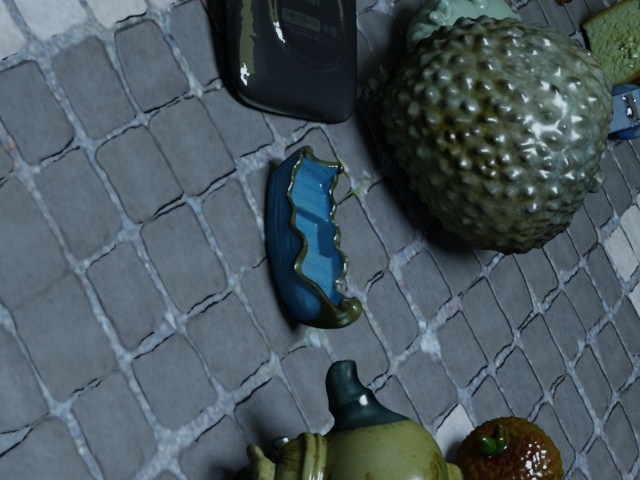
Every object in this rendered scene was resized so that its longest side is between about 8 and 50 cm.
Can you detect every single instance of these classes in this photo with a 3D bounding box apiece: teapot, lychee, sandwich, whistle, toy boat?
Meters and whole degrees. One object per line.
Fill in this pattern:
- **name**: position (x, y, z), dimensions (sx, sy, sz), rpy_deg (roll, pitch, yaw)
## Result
- **teapot**: position (0.010, 0.233, 1.090), dimensions (0.182, 0.173, 0.269), rpy_deg (16, 81, -8)
- **lychee**: position (0.189, 0.236, 1.342), dimensions (0.114, 0.114, 0.146), rpy_deg (-71, 147, -44)
- **sandwich**: position (0.511, -0.301, 2.054), dimensions (0.235, 0.128, 0.122), rpy_deg (-6, 73, -55)
- **lychee**: position (0.194, -0.117, 1.449), dimensions (0.274, 0.255, 0.255), rpy_deg (17, 53, -13)
- **whistle**: position (0.428, -0.183, 1.930), dimensions (0.158, 0.090, 0.090), rpy_deg (-17, 84, -15)
- **whistle**: position (0.175, -0.252, 1.600), dimensions (0.253, 0.101, 0.106), rpy_deg (-18, 79, -52)
- **toy boat**: position (0.000, 0.000, 1.250), dimensions (0.075, 0.077, 0.185), rpy_deg (28, 51, -43)

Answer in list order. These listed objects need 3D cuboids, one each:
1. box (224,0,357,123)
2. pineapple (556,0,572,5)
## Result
- **box**: position (-0.023, -0.221, 1.359), dimensions (0.212, 0.042, 0.201), rpy_deg (10, 73, -53)
- **pineapple**: position (0.360, -0.407, 1.974), dimensions (0.137, 0.069, 0.116), rpy_deg (7, 71, -41)
